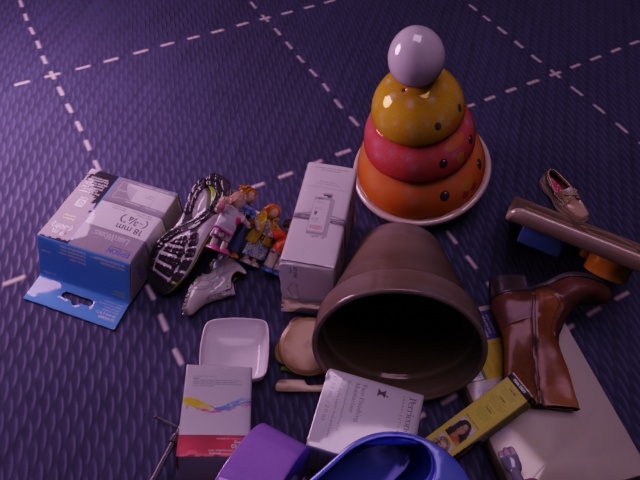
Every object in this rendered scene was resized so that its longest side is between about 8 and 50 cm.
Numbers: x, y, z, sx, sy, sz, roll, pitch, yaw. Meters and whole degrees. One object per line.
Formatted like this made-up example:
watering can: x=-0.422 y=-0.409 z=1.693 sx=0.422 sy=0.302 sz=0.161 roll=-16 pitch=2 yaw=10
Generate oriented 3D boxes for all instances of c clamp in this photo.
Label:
c clamp: x=-0.279 y=0.424 z=1.083 sx=0.137 sy=0.022 sz=0.161 roll=16 pitch=52 yaw=3

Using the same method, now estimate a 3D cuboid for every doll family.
doll family: x=-0.164 y=-0.035 z=1.314 sx=0.118 sy=0.263 sz=0.163 roll=17 pitch=83 yaw=44

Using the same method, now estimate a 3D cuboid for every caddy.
caddy: x=0.071 y=0.438 z=0.856 sx=0.341 sy=0.179 sz=0.241 roll=-40 pitch=79 yaw=-6

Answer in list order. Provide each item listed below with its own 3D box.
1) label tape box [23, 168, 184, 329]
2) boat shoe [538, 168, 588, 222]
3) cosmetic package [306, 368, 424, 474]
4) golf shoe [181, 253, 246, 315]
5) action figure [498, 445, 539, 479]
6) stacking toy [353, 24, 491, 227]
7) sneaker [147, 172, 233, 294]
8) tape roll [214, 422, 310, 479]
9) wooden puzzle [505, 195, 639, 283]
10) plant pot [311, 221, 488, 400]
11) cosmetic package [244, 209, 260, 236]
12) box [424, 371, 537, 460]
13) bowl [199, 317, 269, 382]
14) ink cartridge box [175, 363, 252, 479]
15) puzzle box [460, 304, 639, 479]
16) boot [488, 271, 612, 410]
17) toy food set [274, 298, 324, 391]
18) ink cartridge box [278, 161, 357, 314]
label tape box: x=-0.500 y=0.008 z=1.331 sx=0.240 sy=0.106 sz=0.334 roll=16 pitch=54 yaw=10
boat shoe: x=0.634 y=-0.118 z=1.503 sx=0.063 sy=0.059 sz=0.170 roll=-22 pitch=57 yaw=-18
cosmetic package: x=0.079 y=0.354 z=1.066 sx=0.183 sy=0.151 sz=0.151 roll=13 pitch=55 yaw=7
golf shoe: x=-0.235 y=0.107 z=1.295 sx=0.086 sy=0.069 sz=0.176 roll=29 pitch=58 yaw=11
action figure: x=0.320 y=0.494 z=0.888 sx=0.370 sy=0.276 sz=0.248 roll=-38 pitch=79 yaw=4
stacking toy: x=0.218 y=-0.279 z=1.322 sx=0.350 sy=0.480 sz=0.350 roll=-6 pitch=61 yaw=10
sneaker: x=-0.282 y=-0.002 z=1.334 sx=0.111 sy=0.121 sz=0.300 roll=30 pitch=82 yaw=23
tape roll: x=-0.117 y=0.437 z=0.919 sx=0.090 sy=0.275 sz=0.275 roll=23 pitch=55 yaw=14
wooden puzzle: x=0.575 y=0.001 z=1.309 sx=0.322 sy=0.080 sz=0.348 roll=24 pitch=15 yaw=15
plant pot: x=0.156 y=0.120 z=1.173 sx=0.323 sy=0.323 sz=0.280 roll=6 pitch=40 yaw=2
cosmetic package: x=-0.210 y=-0.057 z=1.431 sx=0.115 sy=0.041 sz=0.060 roll=19 pitch=55 yaw=12
box: x=0.286 y=0.340 z=1.067 sx=0.232 sy=0.087 sz=0.058 roll=-40 pitch=59 yaw=7
bowl: x=-0.178 y=0.235 z=1.207 sx=0.142 sy=0.053 sz=0.142 roll=1 pitch=53 yaw=-3
ink cartridge box: x=-0.194 y=0.336 z=1.072 sx=0.127 sy=0.128 sz=0.176 roll=3 pitch=50 yaw=-8
puzzle box: x=0.430 y=0.309 z=1.179 sx=0.272 sy=0.052 sz=0.409 roll=-10 pitch=54 yaw=-10
boot: x=0.486 y=0.200 z=1.173 sx=0.264 sy=0.096 sz=0.280 roll=4 pitch=55 yaw=-4
toy food set: x=-0.030 y=0.223 z=1.214 sx=0.132 sy=0.038 sz=0.192 roll=2 pitch=69 yaw=4
ink cartridge box: x=0.000 y=0.000 z=1.295 sx=0.117 sy=0.207 sz=0.283 roll=9 pitch=54 yaw=7
